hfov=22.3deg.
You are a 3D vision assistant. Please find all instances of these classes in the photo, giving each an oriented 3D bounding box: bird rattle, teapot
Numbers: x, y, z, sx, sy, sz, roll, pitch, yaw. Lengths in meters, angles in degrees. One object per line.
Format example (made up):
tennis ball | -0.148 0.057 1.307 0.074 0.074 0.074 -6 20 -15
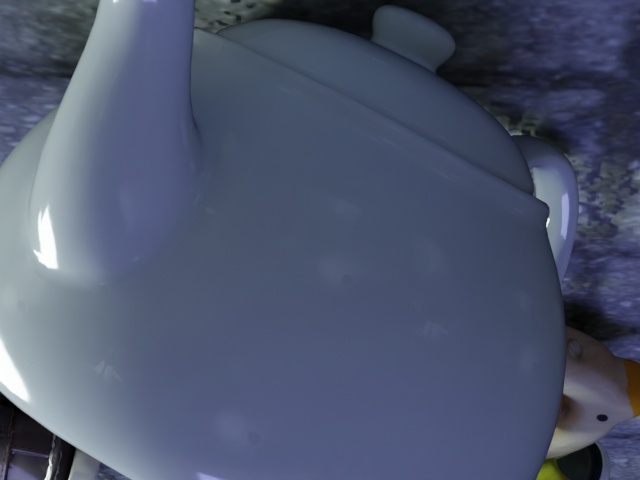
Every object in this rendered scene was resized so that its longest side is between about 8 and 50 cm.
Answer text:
bird rattle | 0.082 0.093 0.996 0.253 0.143 0.207 28 140 -22
teapot | 0.000 0.000 0.624 0.252 0.187 0.256 27 -177 -8

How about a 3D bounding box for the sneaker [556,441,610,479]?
sneaker | 0.089 0.162 1.171 0.217 0.079 0.121 -5 159 27

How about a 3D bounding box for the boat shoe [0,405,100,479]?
boat shoe | -0.267 0.205 1.318 0.097 0.116 0.324 17 153 -19
